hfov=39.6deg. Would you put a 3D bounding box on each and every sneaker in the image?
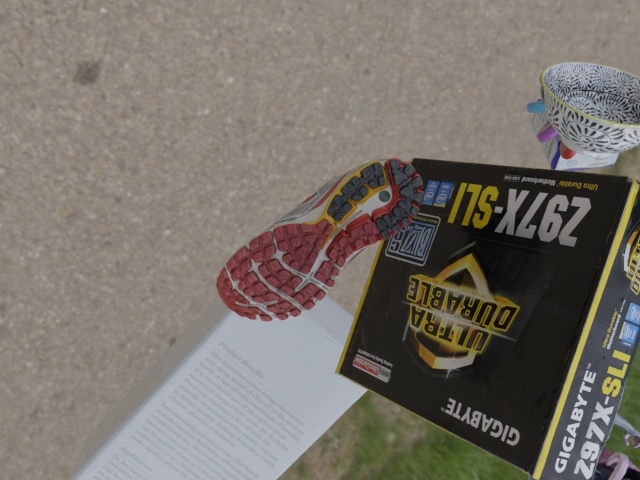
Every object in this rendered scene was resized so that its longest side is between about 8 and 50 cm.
[{"bbox_3d":[0.000,0.000,0.867,0.225,0.092,0.088,-33,101,4],"label":"sneaker"}]

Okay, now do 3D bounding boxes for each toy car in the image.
[{"bbox_3d":[0.440,-0.216,1.553,0.136,0.182,0.159,-50,-176,9],"label":"toy car"}]

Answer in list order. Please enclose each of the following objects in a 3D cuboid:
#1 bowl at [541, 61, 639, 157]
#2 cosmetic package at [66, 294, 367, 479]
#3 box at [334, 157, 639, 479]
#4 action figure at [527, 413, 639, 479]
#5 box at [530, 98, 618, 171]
[{"bbox_3d":[0.362,-0.160,1.160,0.170,0.170,0.080,-24,137,-37],"label":"bowl"},{"bbox_3d":[-0.149,0.256,1.341,0.230,0.161,0.453,41,104,-12],"label":"cosmetic package"},{"bbox_3d":[0.160,0.058,0.854,0.079,0.322,0.257,22,87,-29],"label":"box"},{"bbox_3d":[0.463,0.405,1.679,0.248,0.370,0.276,-43,127,14],"label":"action figure"},{"bbox_3d":[0.487,-0.207,1.696,0.126,0.137,0.072,-9,144,-7],"label":"box"}]
